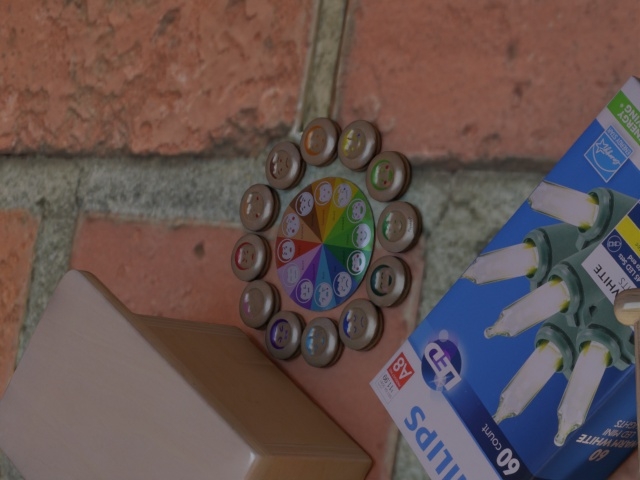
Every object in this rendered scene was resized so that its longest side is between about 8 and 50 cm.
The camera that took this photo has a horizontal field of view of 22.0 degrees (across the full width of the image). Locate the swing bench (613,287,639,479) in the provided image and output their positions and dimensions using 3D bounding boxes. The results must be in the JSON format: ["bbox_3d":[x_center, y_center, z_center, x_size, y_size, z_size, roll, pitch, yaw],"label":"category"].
[{"bbox_3d":[0.288,0.142,0.767,0.254,0.165,0.253,-12,72,42],"label":"swing bench"}]

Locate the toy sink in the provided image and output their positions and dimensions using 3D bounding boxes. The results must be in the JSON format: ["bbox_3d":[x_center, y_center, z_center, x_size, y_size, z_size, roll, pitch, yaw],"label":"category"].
[{"bbox_3d":[-0.101,0.146,1.170,0.234,0.131,0.153,39,108,37],"label":"toy sink"}]

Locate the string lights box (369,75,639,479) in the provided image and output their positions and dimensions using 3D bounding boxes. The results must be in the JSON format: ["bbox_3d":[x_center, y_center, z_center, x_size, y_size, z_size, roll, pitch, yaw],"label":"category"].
[{"bbox_3d":[0.158,0.047,0.976,0.260,0.076,0.133,-52,52,24],"label":"string lights box"}]

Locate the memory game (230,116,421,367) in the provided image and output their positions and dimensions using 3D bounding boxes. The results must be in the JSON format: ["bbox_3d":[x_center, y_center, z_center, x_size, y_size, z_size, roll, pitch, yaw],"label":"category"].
[{"bbox_3d":[0.000,0.000,1.186,0.186,0.012,0.186,-11,73,43],"label":"memory game"}]
